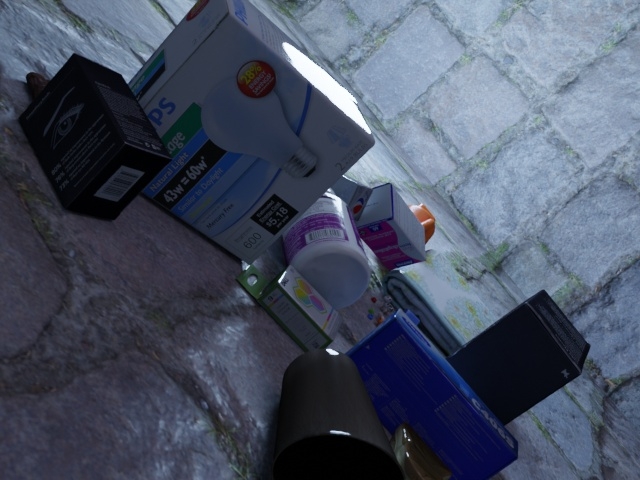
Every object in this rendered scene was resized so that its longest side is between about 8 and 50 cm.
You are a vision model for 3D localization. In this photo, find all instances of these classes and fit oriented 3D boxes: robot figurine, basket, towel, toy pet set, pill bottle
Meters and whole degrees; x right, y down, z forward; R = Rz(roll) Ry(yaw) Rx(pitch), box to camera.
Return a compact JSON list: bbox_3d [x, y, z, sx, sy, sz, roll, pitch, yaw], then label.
[{"bbox_3d":[0.252,-0.020,2.205,0.219,0.158,0.128,-45,137,-39],"label":"robot figurine"},{"bbox_3d":[0.015,0.280,1.139,0.204,0.154,0.227,30,20,-20],"label":"basket"},{"bbox_3d":[0.355,0.205,2.076,0.374,0.090,0.320,51,27,10],"label":"towel"},{"bbox_3d":[0.180,0.180,1.841,0.114,0.065,0.122,45,19,-8],"label":"toy pet set"},{"bbox_3d":[0.000,0.000,1.638,0.169,0.169,0.302,37,21,-29],"label":"pill bottle"}]

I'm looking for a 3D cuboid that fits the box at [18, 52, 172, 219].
[{"bbox_3d":[-0.355,-0.161,1.187,0.108,0.153,0.207,16,37,-59],"label":"box"}]

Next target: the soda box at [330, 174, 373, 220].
[{"bbox_3d":[-0.018,-0.152,1.867,0.286,0.091,0.098,30,9,25],"label":"soda box"}]

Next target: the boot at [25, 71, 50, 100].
[{"bbox_3d":[-0.451,-0.236,1.305,0.106,0.037,0.114,11,36,-41],"label":"boot"}]

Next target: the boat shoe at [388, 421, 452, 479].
[{"bbox_3d":[0.138,0.390,1.258,0.121,0.110,0.341,45,3,13],"label":"boat shoe"}]

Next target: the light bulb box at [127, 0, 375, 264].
[{"bbox_3d":[-0.159,-0.215,1.414,0.361,0.358,0.225,36,20,-29],"label":"light bulb box"}]

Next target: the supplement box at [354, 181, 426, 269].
[{"bbox_3d":[0.178,-0.032,1.938,0.220,0.111,0.114,44,37,-46],"label":"supplement box"}]

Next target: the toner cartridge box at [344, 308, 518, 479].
[{"bbox_3d":[0.204,0.317,1.460,0.348,0.165,0.075,49,17,2],"label":"toner cartridge box"}]

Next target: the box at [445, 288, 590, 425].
[{"bbox_3d":[0.392,0.285,1.663,0.179,0.343,0.312,53,18,12],"label":"box"}]

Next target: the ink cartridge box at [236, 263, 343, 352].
[{"bbox_3d":[-0.056,0.114,1.447,0.209,0.062,0.109,46,19,-4],"label":"ink cartridge box"}]
